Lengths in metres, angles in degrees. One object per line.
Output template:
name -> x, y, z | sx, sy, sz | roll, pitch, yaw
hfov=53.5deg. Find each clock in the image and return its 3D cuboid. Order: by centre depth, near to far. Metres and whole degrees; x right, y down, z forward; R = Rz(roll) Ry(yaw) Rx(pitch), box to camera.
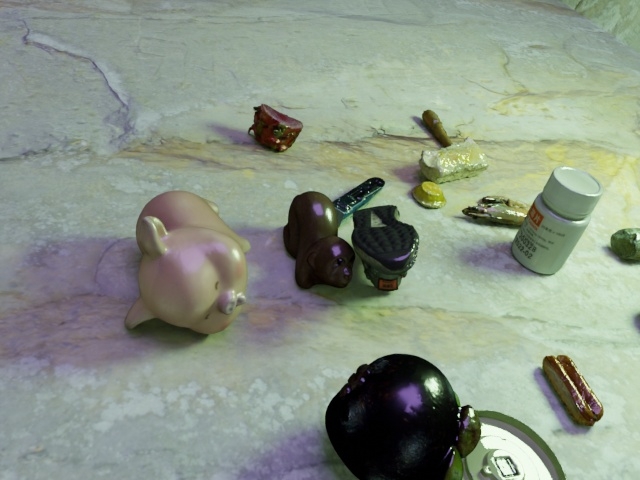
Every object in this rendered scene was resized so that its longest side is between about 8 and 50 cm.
clock -> 0.322, 0.402, 1.113 | 0.235, 0.029, 0.235 | 10, 39, -8

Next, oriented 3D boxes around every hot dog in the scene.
hot dog -> 0.513, 0.302, 1.292 | 0.071, 0.045, 0.165 | 2, 41, -20

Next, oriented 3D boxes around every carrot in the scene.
carrot -> 0.385, -0.335, 2.017 | 0.049, 0.049, 0.254 | -3, 47, -23

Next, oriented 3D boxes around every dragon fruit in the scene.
dragon fruit -> -0.127, -0.297, 1.741 | 0.147, 0.102, 0.096 | 16, 40, -9

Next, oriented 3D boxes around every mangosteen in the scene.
mangosteen -> 0.136, 0.300, 1.033 | 0.243, 0.243, 0.243 | 10, 39, -8

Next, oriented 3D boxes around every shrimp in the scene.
shrimp -> 0.491, -0.087, 1.758 | 0.251, 0.052, 0.143 | 6, 28, -23

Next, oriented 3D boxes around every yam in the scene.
yam -> 0.933, 0.008, 1.767 | 0.259, 0.093, 0.093 | -1, 42, -21

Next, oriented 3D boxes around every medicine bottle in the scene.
medicine bottle -> 0.586, -0.049, 1.576 | 0.144, 0.252, 0.144 | 10, 41, -9

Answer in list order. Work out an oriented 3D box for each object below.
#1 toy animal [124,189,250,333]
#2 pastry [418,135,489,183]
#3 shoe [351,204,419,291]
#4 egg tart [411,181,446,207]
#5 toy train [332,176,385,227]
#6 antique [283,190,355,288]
toy animal -> -0.254, 0.030, 1.217 | 0.269, 0.237, 0.326 | -13, 42, -45
pastry -> 0.384, -0.225, 1.844 | 0.258, 0.089, 0.121 | -22, 56, -37
shoe -> 0.137, 0.042, 1.365 | 0.132, 0.171, 0.336 | -9, 18, 1
egg tart -> 0.300, -0.129, 1.739 | 0.105, 0.039, 0.105 | 9, 40, -7
toy train -> 0.096, -0.104, 1.623 | 0.052, 0.051, 0.234 | 32, 38, 18
antique -> 0.000, 0.000, 1.393 | 0.121, 0.143, 0.257 | 1, 43, -21
